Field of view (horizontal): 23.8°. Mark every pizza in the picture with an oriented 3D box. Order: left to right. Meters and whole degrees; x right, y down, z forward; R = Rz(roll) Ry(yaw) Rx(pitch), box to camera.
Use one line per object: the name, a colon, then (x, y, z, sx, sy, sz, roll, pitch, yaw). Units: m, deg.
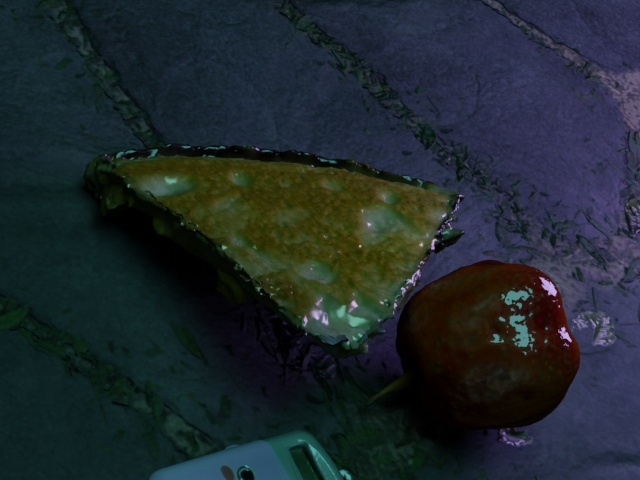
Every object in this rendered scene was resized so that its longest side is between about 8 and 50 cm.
pizza: (-0.007, -0.018, 1.763, 0.392, 0.080, 0.435, -17, 43, -41)

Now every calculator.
calculator: (-0.068, 0.275, 1.560, 0.246, 0.045, 0.141, -11, 57, -33)

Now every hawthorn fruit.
hawthorn fruit: (0.158, 0.129, 1.708, 0.243, 0.207, 0.207, -22, 59, -6)
